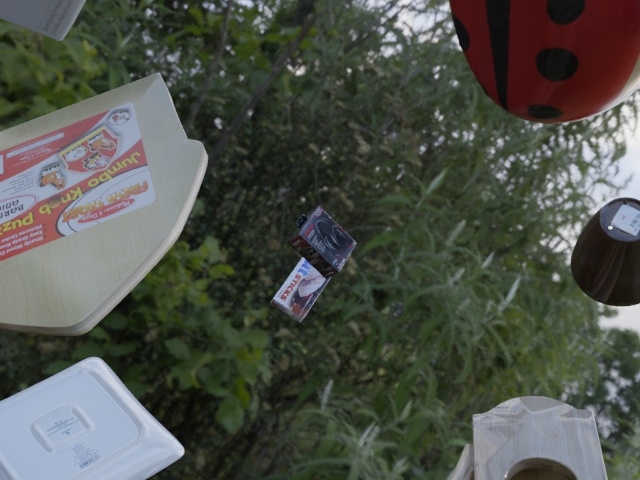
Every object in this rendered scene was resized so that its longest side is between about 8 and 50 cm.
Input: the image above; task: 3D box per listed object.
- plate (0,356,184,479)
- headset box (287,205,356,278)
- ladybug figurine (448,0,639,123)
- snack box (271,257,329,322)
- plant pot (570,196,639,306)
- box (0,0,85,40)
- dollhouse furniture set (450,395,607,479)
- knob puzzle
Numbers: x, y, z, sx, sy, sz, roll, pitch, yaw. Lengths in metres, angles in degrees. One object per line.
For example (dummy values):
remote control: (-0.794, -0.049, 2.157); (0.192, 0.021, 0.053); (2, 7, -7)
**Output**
plate: (-0.401, 0.305, 1.160); (0.278, 0.277, 0.045); (35, -47, 33)
headset box: (0.000, 0.000, 0.994); (0.083, 0.062, 0.032); (45, -42, -13)
ladybug figurine: (0.276, -0.314, 0.930); (0.305, 0.162, 0.449); (32, -26, 41)
snack box: (-0.017, 0.063, 1.349); (0.064, 0.178, 0.022); (34, -33, 2)
plant pot: (0.671, 0.005, 1.645); (0.215, 0.215, 0.230); (33, -13, 28)
box: (-0.289, -0.297, 0.667); (0.181, 0.119, 0.181); (18, -20, -28)
dollhouse furniture set: (0.066, 0.185, 0.384); (0.160, 0.101, 0.182); (-5, -60, 14)
knob puzzle: (-0.159, -0.013, 0.467); (0.213, 0.213, 0.030); (32, -25, 34)
